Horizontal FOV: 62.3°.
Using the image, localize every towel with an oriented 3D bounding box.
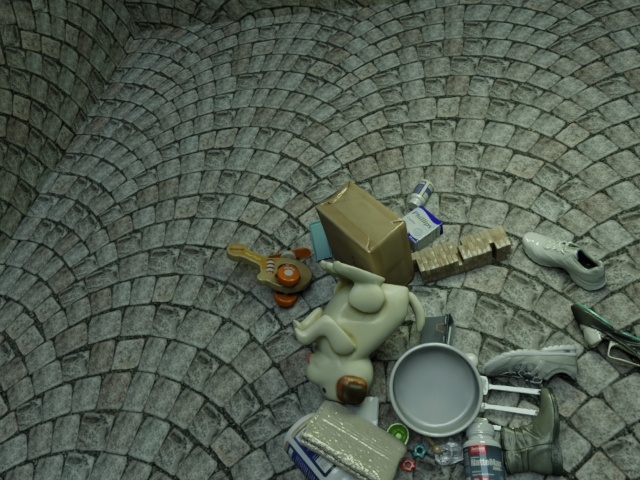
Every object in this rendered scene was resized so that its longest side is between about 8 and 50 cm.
[{"bbox_3d":[0.093,0.576,1.500,0.282,0.049,0.187,27,29,16],"label":"towel"}]

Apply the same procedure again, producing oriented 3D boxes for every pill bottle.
[{"bbox_3d":[0.023,0.647,1.543,0.153,0.153,0.265,-40,54,-13],"label":"pill bottle"},{"bbox_3d":[0.393,-0.177,2.084,0.067,0.067,0.120,22,64,29],"label":"pill bottle"},{"bbox_3d":[0.452,0.609,1.472,0.108,0.108,0.180,-6,54,12],"label":"pill bottle"}]

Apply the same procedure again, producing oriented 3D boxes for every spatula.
[{"bbox_3d":[0.536,0.494,1.572,0.242,0.019,0.168,1,64,17],"label":"spatula"}]

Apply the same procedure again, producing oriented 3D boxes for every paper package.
[{"bbox_3d":[0.159,0.006,1.861,0.168,0.324,0.309,-39,53,-14],"label":"paper package"}]

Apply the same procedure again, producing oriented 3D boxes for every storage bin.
[{"bbox_3d":[0.378,0.307,1.728,0.091,0.098,0.135,-4,53,26],"label":"storage bin"}]

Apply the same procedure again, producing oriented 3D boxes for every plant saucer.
[{"bbox_3d":[0.000,0.000,2.104,0.067,0.018,0.192,-16,53,5],"label":"plant saucer"}]

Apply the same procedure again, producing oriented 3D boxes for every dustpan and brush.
[{"bbox_3d":[0.075,0.561,1.659,0.211,0.060,0.147,1,54,9],"label":"dustpan and brush"}]

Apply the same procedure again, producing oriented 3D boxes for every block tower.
[{"bbox_3d":[0.493,0.055,1.872,0.336,0.091,0.097,-17,52,5],"label":"block tower"}]

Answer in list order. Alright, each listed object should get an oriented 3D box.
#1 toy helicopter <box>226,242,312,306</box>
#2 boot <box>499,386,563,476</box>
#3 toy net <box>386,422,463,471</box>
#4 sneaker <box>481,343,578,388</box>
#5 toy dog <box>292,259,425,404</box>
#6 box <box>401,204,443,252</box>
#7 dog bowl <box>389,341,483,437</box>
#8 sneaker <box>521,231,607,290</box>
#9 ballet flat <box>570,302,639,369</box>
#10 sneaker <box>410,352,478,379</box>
[{"bbox_3d":[-0.193,0.085,2.019,0.355,0.140,0.235,23,41,17],"label":"toy helicopter"},{"bbox_3d":[0.586,0.533,1.492,0.161,0.083,0.246,-1,63,18],"label":"boot"},{"bbox_3d":[0.304,0.617,1.549,0.232,0.045,0.122,5,57,20],"label":"toy net"},{"bbox_3d":[0.628,0.385,1.585,0.282,0.105,0.115,-13,66,15],"label":"sneaker"},{"bbox_3d":[0.096,0.301,1.663,0.407,0.396,0.284,-70,19,-4],"label":"toy dog"},{"bbox_3d":[0.368,-0.045,1.993,0.137,0.072,0.126,-35,54,-11],"label":"box"},{"bbox_3d":[0.337,0.433,1.560,0.265,0.104,0.264,-1,81,9],"label":"dog bowl"},{"bbox_3d":[0.813,0.042,1.762,0.297,0.129,0.111,33,71,34],"label":"sneaker"},{"bbox_3d":[0.867,0.296,1.589,0.280,0.095,0.096,34,82,33],"label":"ballet flat"},{"bbox_3d":[0.382,0.408,1.653,0.237,0.086,0.085,-20,50,0],"label":"sneaker"}]
